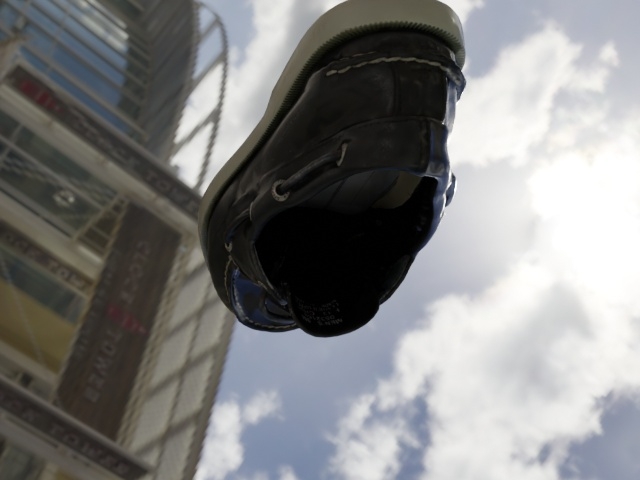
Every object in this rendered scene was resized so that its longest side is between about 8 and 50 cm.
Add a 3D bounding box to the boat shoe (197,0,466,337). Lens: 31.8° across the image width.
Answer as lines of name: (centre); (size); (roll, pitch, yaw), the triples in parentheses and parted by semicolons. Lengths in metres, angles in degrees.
boat shoe: (0.004, 0.000, 0.688); (0.340, 0.127, 0.113); (127, -38, -54)
